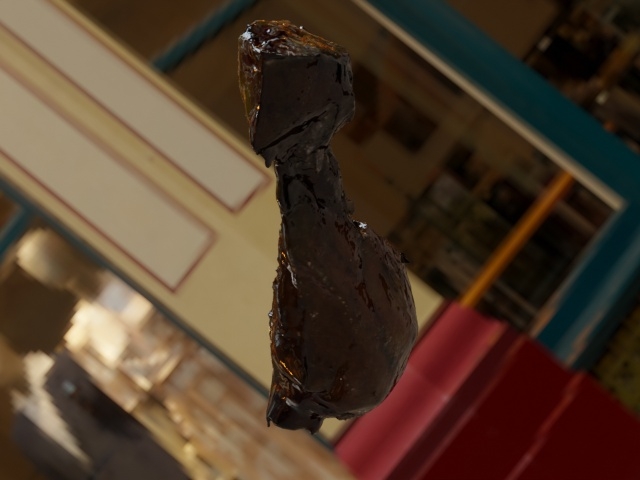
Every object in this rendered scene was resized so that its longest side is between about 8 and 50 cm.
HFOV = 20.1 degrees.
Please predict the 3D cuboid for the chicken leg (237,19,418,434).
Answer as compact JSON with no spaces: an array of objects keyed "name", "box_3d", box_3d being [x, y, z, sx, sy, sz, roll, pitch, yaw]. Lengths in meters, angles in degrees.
[{"name":"chicken leg","box_3d":[0.000,0.000,1.020,0.304,0.093,0.113,79,-152,-48]}]
